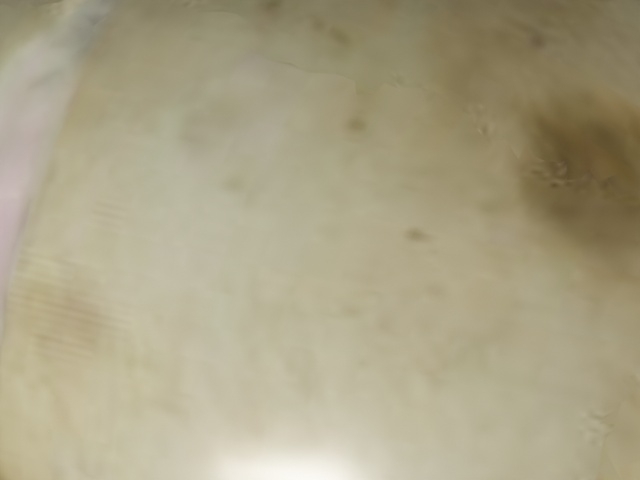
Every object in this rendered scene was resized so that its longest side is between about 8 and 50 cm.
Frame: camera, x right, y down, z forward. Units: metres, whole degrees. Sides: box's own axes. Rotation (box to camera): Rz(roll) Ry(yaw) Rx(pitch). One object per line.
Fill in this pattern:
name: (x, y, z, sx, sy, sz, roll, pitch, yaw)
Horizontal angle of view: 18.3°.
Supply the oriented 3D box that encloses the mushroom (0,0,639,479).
mushroom: (0.000, 0.000, 0.430, 0.255, 0.255, 0.184, 17, 114, 13)
